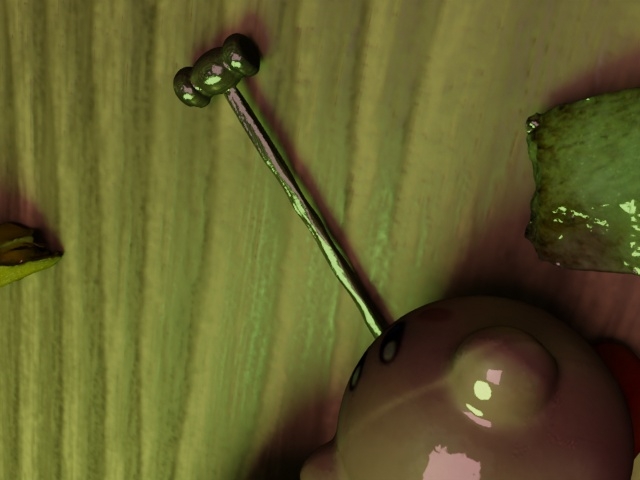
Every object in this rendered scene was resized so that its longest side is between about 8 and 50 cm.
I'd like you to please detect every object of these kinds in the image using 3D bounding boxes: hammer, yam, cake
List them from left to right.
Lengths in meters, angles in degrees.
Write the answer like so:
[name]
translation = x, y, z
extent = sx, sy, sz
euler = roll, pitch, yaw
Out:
[cake]
translation = -0.304, 0.014, 0.610
extent = 0.185, 0.116, 0.079
euler = -14, 103, 59
[hammer]
translation = 0.000, 0.000, 0.489
extent = 0.058, 0.029, 0.292
euler = -25, 102, 30
[yam]
translation = 0.230, -0.026, 0.343
extent = 0.259, 0.106, 0.106
euler = 1, 112, 20

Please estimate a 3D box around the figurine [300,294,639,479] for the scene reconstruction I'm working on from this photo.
[figurine]
translation = 0.090, 0.114, 0.417
extent = 0.173, 0.173, 0.173
euler = 8, 114, 19
